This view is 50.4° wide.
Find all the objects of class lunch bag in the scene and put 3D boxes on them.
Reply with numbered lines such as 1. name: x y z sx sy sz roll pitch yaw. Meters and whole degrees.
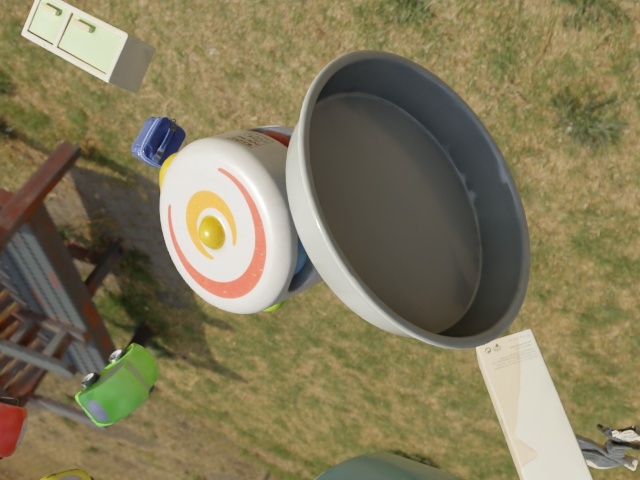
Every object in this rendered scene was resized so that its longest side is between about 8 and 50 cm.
1. lunch bag: -0.300 -0.187 1.280 0.067 0.099 0.065 33 169 -39

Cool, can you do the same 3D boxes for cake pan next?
1. cake pan: 0.085 -0.037 0.640 0.293 0.293 0.054 41 139 -17

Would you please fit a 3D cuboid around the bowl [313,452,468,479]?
1. bowl: 0.065 0.382 0.805 0.312 0.311 0.163 54 168 -31

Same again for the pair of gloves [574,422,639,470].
1. pair of gloves: 0.607 0.427 1.391 0.204 0.042 0.240 26 148 -20

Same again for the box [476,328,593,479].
1. box: 0.421 0.354 1.358 0.121 0.311 0.148 -18 150 6

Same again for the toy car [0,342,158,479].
1. toy car: -0.256 0.196 0.724 0.053 0.225 0.239 -9 119 50

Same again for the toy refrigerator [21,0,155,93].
1. toy refrigerator: -0.472 -0.402 1.368 0.269 0.102 0.094 31 -171 24

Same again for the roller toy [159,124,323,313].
1. roller toy: -0.075 -0.026 0.739 0.191 0.146 0.210 -27 87 41
